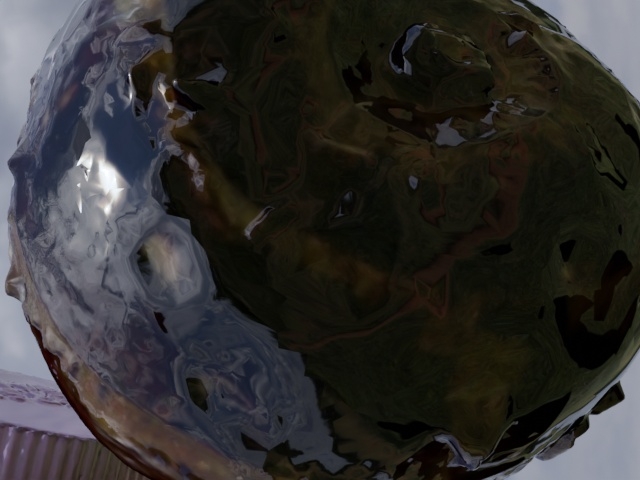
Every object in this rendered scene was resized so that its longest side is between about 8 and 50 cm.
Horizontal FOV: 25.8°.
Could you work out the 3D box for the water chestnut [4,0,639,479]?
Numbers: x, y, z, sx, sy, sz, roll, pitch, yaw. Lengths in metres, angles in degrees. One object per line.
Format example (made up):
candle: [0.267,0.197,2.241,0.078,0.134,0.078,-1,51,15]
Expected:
water chestnut: [0.000,0.000,0.637,0.300,0.300,0.300,-2,-90,-67]

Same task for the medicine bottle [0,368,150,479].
medicine bottle: [-0.199,0.225,0.781,0.178,0.178,0.291,9,-85,-66]
